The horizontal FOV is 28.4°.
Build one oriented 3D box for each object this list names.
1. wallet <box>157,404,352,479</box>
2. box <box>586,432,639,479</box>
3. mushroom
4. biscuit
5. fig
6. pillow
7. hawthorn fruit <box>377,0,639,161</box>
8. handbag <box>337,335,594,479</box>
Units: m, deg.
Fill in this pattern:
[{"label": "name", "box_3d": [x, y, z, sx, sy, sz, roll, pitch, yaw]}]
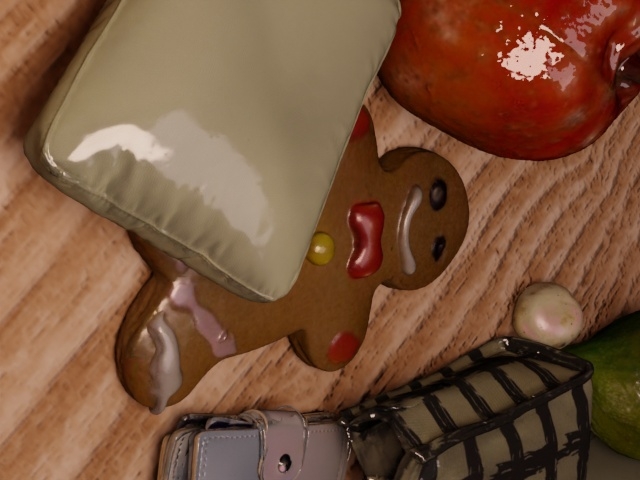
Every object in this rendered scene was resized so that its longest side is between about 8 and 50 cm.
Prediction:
[{"label": "wallet", "box_3d": [-0.067, 0.243, 1.240, 0.231, 0.069, 0.170, 6, 96, -52]}, {"label": "box", "box_3d": [0.404, 0.367, 1.642, 0.226, 0.149, 0.226, -17, 117, -37]}, {"label": "mushroom", "box_3d": [0.266, 0.090, 1.490, 0.083, 0.067, 0.084, 7, 72, -20]}, {"label": "biscuit", "box_3d": [0.001, 0.001, 1.222, 0.432, 0.064, 0.283, -9, 109, -39]}, {"label": "fig", "box_3d": [0.367, 0.160, 1.565, 0.203, 0.235, 0.203, 17, 90, -87]}, {"label": "pillow", "box_3d": [-0.073, -0.138, 1.040, 0.255, 0.120, 0.322, 33, 69, -30]}, {"label": "hawthorn fruit", "box_3d": [0.206, -0.188, 1.176, 0.254, 0.300, 0.254, -32, 140, -32]}, {"label": "handbag", "box_3d": [0.150, 0.296, 1.374, 0.327, 0.162, 0.325, -12, 112, -48]}]
